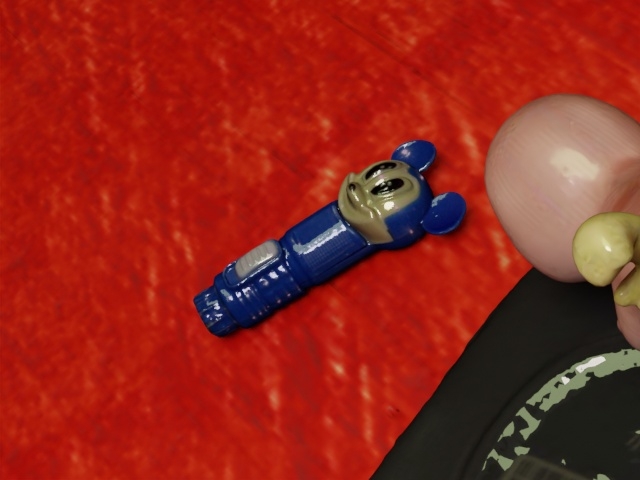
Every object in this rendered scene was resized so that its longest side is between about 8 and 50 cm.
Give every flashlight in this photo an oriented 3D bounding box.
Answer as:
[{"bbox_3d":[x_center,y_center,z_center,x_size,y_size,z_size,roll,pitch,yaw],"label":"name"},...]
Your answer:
[{"bbox_3d":[0.000,0.000,0.697,0.121,0.035,0.057,-30,46,7],"label":"flashlight"}]

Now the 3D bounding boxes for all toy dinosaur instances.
[{"bbox_3d":[0.133,-0.013,0.497,0.152,0.194,0.177,-43,70,-7],"label":"toy dinosaur"}]

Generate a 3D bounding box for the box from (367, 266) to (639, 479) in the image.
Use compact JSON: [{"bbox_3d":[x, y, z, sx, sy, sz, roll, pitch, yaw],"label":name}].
[{"bbox_3d":[0.109,0.096,0.551,0.212,0.042,0.201,21,67,38],"label":"box"}]
